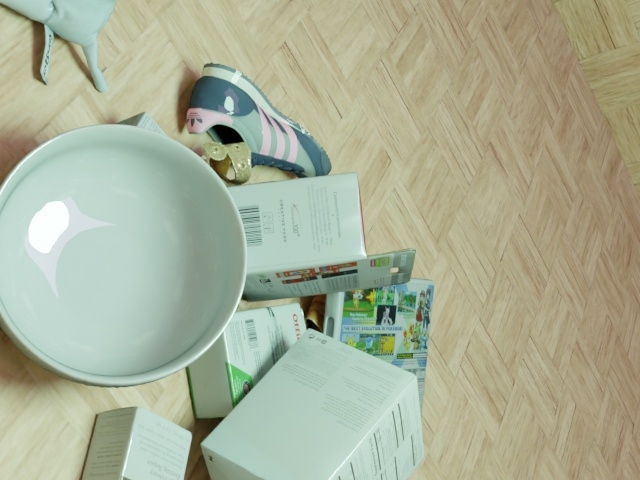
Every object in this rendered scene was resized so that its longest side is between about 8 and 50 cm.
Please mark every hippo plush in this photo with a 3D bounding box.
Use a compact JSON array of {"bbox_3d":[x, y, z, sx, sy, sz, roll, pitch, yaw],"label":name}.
[{"bbox_3d":[-0.316,-0.381,1.435,0.234,0.237,0.294,-1,80,-55],"label":"hippo plush"}]

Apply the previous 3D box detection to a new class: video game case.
[{"bbox_3d":[0.102,0.212,1.938,0.329,0.036,0.300,7,88,-55],"label":"video game case"}]

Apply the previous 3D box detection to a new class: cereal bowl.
[{"bbox_3d":[-0.274,0.028,1.392,0.339,0.141,0.339,7,74,-23],"label":"cereal bowl"}]

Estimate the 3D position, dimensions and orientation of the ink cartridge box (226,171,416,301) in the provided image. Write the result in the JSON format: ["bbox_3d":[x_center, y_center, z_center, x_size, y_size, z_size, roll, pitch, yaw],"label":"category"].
[{"bbox_3d":[0.000,0.000,1.620,0.309,0.272,0.130,79,5,-79],"label":"ink cartridge box"}]

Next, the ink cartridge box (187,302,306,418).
[{"bbox_3d":[-0.109,0.184,1.670,0.208,0.087,0.153,-3,82,-55],"label":"ink cartridge box"}]

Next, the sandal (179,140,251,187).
[{"bbox_3d":[-0.139,-0.119,1.693,0.079,0.088,0.240,-48,145,-3],"label":"sandal"}]

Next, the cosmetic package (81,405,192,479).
[{"bbox_3d":[-0.254,0.348,1.413,0.117,0.085,0.231,37,49,-42],"label":"cosmetic package"}]

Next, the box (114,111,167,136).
[{"bbox_3d":[-0.260,-0.093,1.563,0.137,0.072,0.126,52,41,-31],"label":"box"}]

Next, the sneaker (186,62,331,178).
[{"bbox_3d":[-0.108,-0.159,1.795,0.319,0.112,0.131,37,67,-39],"label":"sneaker"}]

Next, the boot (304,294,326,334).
[{"bbox_3d":[0.009,0.097,1.885,0.152,0.073,0.197,-43,111,-47],"label":"boot"}]

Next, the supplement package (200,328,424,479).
[{"bbox_3d":[-0.004,0.311,1.578,0.263,0.199,0.198,-45,142,-34],"label":"supplement package"}]
